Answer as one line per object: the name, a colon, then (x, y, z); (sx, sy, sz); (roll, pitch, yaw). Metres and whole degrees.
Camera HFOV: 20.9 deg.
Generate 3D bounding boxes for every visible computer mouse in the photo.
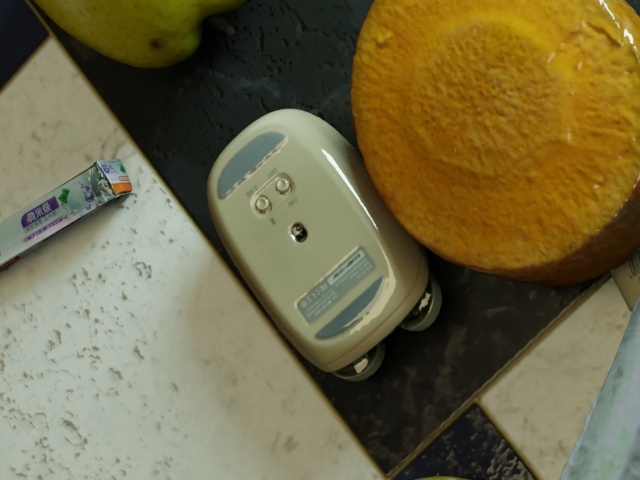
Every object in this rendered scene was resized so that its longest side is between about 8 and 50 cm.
computer mouse: (0.000, 0.000, 1.458); (0.145, 0.082, 0.236); (-43, 67, 15)

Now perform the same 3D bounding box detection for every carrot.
carrot: (0.152, -0.095, 1.335); (0.307, 0.100, 0.258); (31, 114, 43)

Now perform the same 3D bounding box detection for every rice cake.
rice cake: (0.256, 0.056, 1.224); (0.073, 0.056, 0.365); (-15, 44, 62)

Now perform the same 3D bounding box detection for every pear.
pear: (-0.155, -0.241, 1.533); (0.267, 0.267, 0.178); (-18, 98, 24)

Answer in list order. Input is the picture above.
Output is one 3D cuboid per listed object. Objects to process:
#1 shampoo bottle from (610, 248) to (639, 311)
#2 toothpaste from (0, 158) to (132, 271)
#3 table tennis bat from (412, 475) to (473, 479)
shampoo bottle: (0.241, -0.077, 1.345); (0.127, 0.078, 0.257); (-25, 72, 37)
toothpaste: (-0.264, -0.014, 1.624); (0.196, 0.047, 0.040); (-30, 84, 21)
table tennis bat: (0.117, 0.341, 1.364); (0.198, 0.050, 0.321); (-27, 70, 16)
